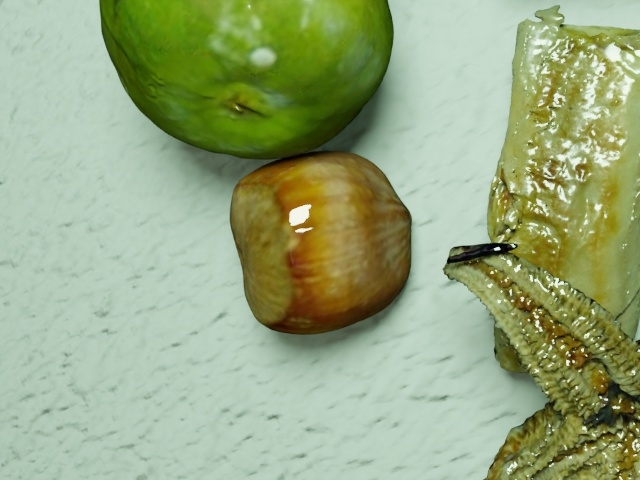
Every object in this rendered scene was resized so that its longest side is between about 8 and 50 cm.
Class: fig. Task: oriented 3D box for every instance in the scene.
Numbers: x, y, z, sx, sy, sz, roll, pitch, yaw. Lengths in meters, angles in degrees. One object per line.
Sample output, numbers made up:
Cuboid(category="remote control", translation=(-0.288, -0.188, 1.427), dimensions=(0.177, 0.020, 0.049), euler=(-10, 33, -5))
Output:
Cuboid(category="fig", translation=(-0.047, -0.199, 0.747), dimensions=(0.233, 0.314, 0.233), euler=(6, 124, 9))

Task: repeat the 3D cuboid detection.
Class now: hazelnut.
Cuboid(category="hazelnut", translation=(0.000, 0.000, 0.760), dimensions=(0.150, 0.150, 0.150), euler=(0, 91, 21))

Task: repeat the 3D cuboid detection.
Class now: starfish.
Cuboid(category="starfish", translation=(0.196, 0.116, 0.641), dimensions=(0.312, 0.113, 0.303), euler=(-40, 105, 7))

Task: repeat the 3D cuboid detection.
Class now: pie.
Cuboid(category="pie", translation=(0.196, -0.035, 0.703), dimensions=(0.129, 0.068, 0.282), euler=(7, 101, 18))
